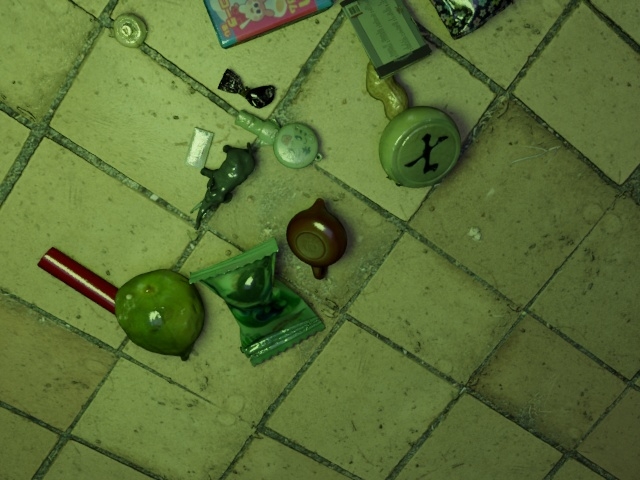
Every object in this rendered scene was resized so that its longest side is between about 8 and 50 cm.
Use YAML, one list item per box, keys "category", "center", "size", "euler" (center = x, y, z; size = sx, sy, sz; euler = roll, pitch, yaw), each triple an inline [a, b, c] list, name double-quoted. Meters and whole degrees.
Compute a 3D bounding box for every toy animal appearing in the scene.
- category: "toy animal"
  center: [-0.272, -0.157, 1.430]
  size: [0.082, 0.137, 0.269]
  euler: [38, 90, -33]

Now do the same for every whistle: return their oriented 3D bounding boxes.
- category: "whistle"
  center: [-0.112, -0.280, 1.457]
  size: [0.258, 0.067, 0.126]
  euler: [26, 88, -8]

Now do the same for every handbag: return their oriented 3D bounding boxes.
- category: "handbag"
  center: [0.381, -0.655, 1.372]
  size: [0.229, 0.127, 0.207]
  euler: [-34, 100, 4]

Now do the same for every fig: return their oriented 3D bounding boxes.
- category: "fig"
  center: [-0.431, 0.210, 1.514]
  size: [0.233, 0.314, 0.233]
  euler: [-4, 69, 12]

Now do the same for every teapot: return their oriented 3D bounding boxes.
- category: "teapot"
  center: [0.000, 0.000, 1.522]
  size: [0.178, 0.135, 0.252]
  euler: [12, 128, 25]

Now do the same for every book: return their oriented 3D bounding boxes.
- category: "book"
  center: [0.171, -0.551, 1.389]
  size: [0.158, 0.026, 0.231]
  euler: [-27, 86, -6]

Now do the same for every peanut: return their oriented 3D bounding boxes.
- category: "peanut"
  center: [0.182, -0.403, 1.444]
  size: [0.089, 0.089, 0.192]
  euler: [-35, 106, 4]

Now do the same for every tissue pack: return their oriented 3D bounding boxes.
- category: "tissue pack"
  center: [-0.335, -0.253, 1.460]
  size: [0.056, 0.023, 0.108]
  euler: [16, 104, -11]

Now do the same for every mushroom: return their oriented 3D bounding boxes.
- category: "mushroom"
  center: [-0.483, -0.531, 1.344]
  size: [0.084, 0.067, 0.083]
  euler: [-4, 112, -10]

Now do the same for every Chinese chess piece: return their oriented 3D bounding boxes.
- category: "Chinese chess piece"
  center: [0.273, -0.250, 1.459]
  size: [0.238, 0.092, 0.237]
  euler: [-10, 127, -14]

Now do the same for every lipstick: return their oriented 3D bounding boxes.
- category: "lipstick"
  center: [-0.658, 0.124, 1.507]
  size: [0.280, 0.073, 0.073]
  euler: [37, 99, -13]

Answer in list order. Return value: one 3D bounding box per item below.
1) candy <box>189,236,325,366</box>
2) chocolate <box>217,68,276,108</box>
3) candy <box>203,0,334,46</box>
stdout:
- category: "candy"
  center: [-0.169, 0.188, 1.534]
  size: [0.263, 0.172, 0.397]
  euler: [-24, 119, 5]
- category: "chocolate"
  center: [-0.196, -0.400, 1.414]
  size: [0.147, 0.070, 0.072]
  euler: [20, 107, -7]
- category: "candy"
  center: [-0.136, -0.615, 1.343]
  size: [0.306, 0.100, 0.157]
  euler: [-21, 106, 1]
